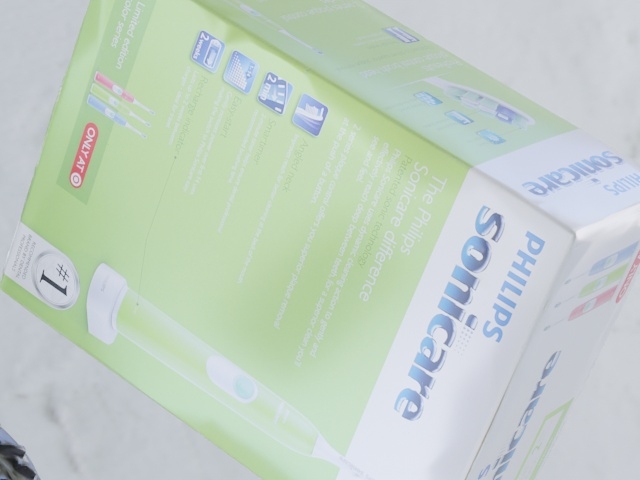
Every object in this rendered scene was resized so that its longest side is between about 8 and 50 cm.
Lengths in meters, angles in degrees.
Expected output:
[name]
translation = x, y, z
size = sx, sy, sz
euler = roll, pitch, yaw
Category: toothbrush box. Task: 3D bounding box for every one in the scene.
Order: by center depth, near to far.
[toothbrush box]
translation = 0.000, 0.000, 0.969
size = 0.122, 0.283, 0.206
euler = -20, -43, -54

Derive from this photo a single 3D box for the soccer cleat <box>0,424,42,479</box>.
[soccer cleat]
translation = -0.169, 0.197, 1.084
size = 0.318, 0.116, 0.108
euler = 44, -150, -29
